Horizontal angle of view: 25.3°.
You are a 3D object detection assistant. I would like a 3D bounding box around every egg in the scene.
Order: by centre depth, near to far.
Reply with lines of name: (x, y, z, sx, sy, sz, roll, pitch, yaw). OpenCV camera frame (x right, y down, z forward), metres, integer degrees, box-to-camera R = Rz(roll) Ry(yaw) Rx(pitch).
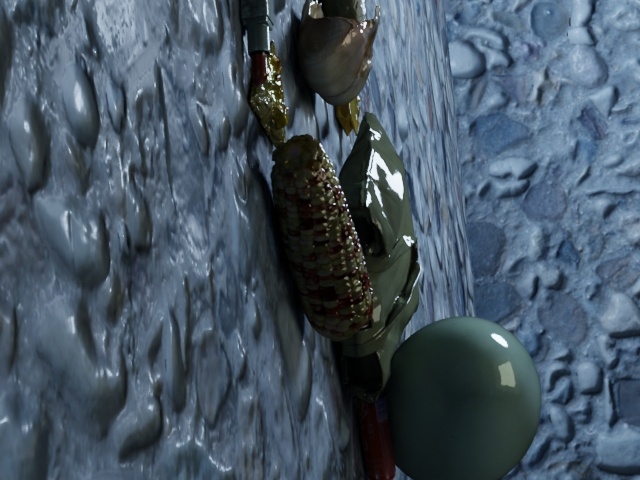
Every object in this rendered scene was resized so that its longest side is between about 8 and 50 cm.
egg: (0.190, 0.224, 1.967, 0.371, 0.230, 0.230, 94, -6, -69)

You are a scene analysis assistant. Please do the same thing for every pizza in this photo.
pizza: (-0.054, -0.152, 1.539, 0.108, 0.026, 0.123, -47, 131, -72)

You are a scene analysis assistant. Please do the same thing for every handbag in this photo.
handbag: (0.071, 0.023, 1.853, 0.253, 0.109, 0.316, -66, 154, -61)
handbag: (0.039, -0.196, 2.018, 0.061, 0.027, 0.083, 64, 25, -59)

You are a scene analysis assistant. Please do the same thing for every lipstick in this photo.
lipstick: (-0.066, -0.222, 1.505, 0.030, 0.030, 0.129, 48, 37, -71)

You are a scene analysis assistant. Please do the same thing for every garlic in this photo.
garlic: (0.022, -0.233, 1.798, 0.174, 0.099, 0.124, 51, 49, -71)

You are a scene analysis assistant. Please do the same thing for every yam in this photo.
yam: (0.028, -0.355, 1.949, 0.068, 0.068, 0.169, -37, 121, -77)

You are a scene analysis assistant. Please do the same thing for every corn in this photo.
corn: (0.000, 0.000, 1.574, 0.086, 0.086, 0.253, -81, 161, -53)

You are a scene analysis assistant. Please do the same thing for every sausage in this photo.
sausage: (0.075, 0.269, 1.904, 0.050, 0.048, 0.145, 17, -60, 60)
